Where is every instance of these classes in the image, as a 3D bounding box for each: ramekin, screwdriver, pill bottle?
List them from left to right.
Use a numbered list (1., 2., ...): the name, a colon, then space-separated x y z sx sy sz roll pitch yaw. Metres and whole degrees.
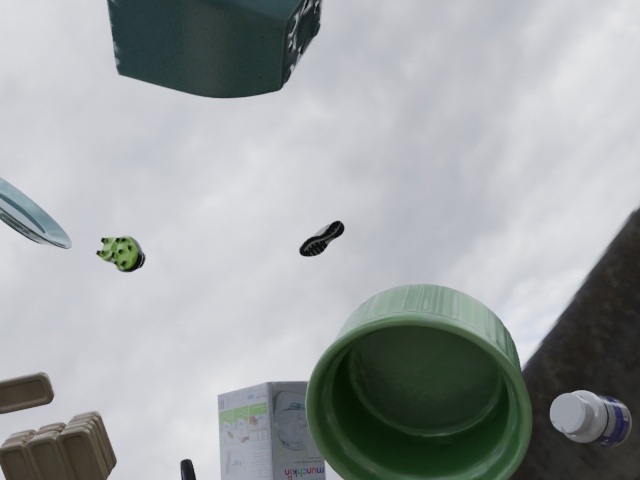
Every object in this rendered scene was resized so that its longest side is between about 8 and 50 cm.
1. screwdriver: -0.197 0.421 1.411 0.025 0.170 0.024 -15 -25 12
2. ramekin: 0.141 0.208 1.280 0.303 0.303 0.148 -63 1 26
3. pill bottle: 0.578 0.382 1.972 0.187 0.112 0.112 19 -69 -42

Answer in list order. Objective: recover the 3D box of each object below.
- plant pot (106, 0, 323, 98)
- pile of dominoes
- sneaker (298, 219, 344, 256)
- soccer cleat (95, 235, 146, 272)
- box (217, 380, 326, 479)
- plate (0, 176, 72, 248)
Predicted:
1. plant pot: -0.132 -0.352 1.317 0.247 0.252 0.248 99 -164 -59
2. pile of dominoes: -0.312 0.223 0.839 0.251 0.196 0.040 -13 15 9
3. sneaker: 0.000 0.000 1.842 0.109 0.040 0.044 -34 8 -21
4. soccer cleat: -0.323 0.025 1.552 0.072 0.179 0.060 23 -95 -28
5. box: -0.107 0.416 1.876 0.127 0.231 0.262 3 -17 -29
6. plate: -0.448 -0.043 1.352 0.024 0.188 0.188 -50 -29 1
